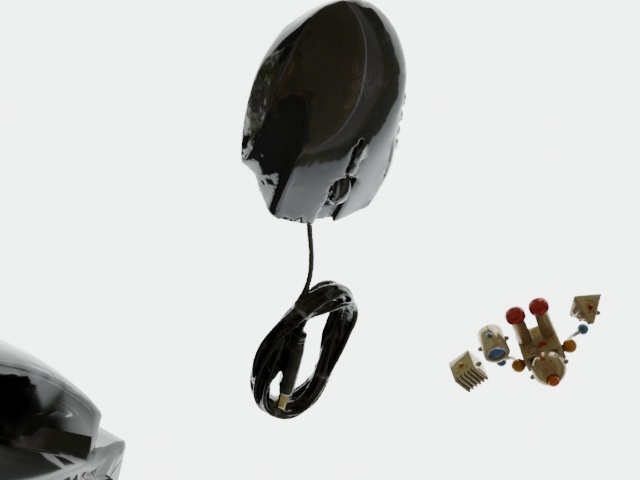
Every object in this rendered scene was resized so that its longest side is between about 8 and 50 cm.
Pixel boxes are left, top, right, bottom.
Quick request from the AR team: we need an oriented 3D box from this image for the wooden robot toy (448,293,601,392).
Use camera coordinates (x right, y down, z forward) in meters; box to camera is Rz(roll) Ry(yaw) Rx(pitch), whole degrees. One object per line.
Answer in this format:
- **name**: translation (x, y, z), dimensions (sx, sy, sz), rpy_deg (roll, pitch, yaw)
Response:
- **wooden robot toy**: translation (0.216, 0.115, 1.225), dimensions (0.173, 0.079, 0.076), rpy_deg (-23, -48, 9)

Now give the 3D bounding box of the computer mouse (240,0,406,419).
- **computer mouse**: translation (0.000, 0.000, 0.568), dimensions (0.071, 0.041, 0.242), rpy_deg (-15, -48, -25)

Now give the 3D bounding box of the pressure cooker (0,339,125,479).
- **pressure cooker**: translation (-0.234, 0.239, 0.525), dimensions (0.375, 0.370, 0.420), rpy_deg (12, -80, -23)
